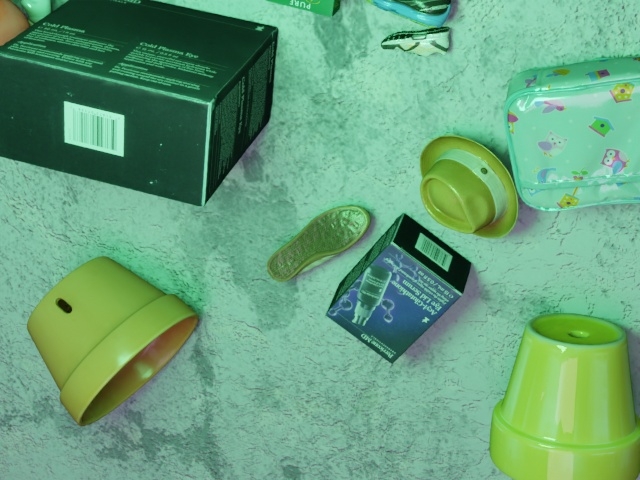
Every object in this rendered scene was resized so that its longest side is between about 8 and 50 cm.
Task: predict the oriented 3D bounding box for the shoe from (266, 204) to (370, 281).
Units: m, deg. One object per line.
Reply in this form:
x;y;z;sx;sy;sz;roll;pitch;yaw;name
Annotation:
0.000;0.000;1.926;0.219;0.058;0.076;-31;87;26;shoe

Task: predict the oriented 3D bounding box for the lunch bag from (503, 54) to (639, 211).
0.423;-0.154;1.658;0.279;0.108;0.224;-4;118;20;lunch bag

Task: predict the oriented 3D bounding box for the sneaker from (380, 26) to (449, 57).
0.146;-0.299;1.702;0.109;0.040;0.043;-1;121;19;sneaker

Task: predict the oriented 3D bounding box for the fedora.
0.220;-0.071;1.756;0.194;0.079;0.194;30;141;28;fedora

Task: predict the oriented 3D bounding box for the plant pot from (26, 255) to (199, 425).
-0.398;0.169;2.034;0.203;0.291;0.291;44;124;8;plant pot

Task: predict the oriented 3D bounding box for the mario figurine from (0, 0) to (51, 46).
-0.516;-0.295;1.800;0.170;0.198;0.320;5;150;8;mario figurine

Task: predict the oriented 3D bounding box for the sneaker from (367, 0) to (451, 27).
0.110;-0.382;1.658;0.188;0.067;0.078;25;97;9;sneaker

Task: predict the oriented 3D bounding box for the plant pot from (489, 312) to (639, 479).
0.416;0.258;1.841;0.254;0.254;0.239;7;106;14;plant pot

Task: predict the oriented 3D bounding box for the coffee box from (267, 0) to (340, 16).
-0.018;-0.428;1.616;0.113;0.040;0.184;15;124;14;coffee box

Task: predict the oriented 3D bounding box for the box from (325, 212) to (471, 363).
0.132;0.084;1.896;0.153;0.108;0.207;35;124;-5;box

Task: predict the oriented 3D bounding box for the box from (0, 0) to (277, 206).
-0.277;-0.233;1.716;0.343;0.312;0.179;14;124;10;box
